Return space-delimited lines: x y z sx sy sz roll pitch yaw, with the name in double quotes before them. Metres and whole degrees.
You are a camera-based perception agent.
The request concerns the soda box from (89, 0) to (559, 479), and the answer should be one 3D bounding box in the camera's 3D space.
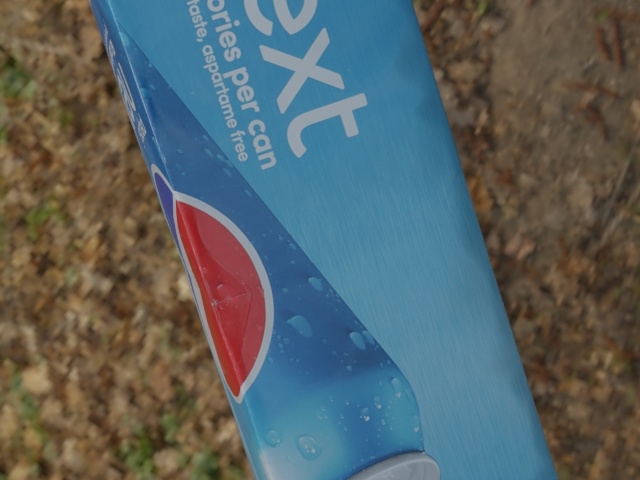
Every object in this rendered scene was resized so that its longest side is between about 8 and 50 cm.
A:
"soda box" 0.000 0.000 0.438 0.071 0.067 0.210 -20 101 -7
